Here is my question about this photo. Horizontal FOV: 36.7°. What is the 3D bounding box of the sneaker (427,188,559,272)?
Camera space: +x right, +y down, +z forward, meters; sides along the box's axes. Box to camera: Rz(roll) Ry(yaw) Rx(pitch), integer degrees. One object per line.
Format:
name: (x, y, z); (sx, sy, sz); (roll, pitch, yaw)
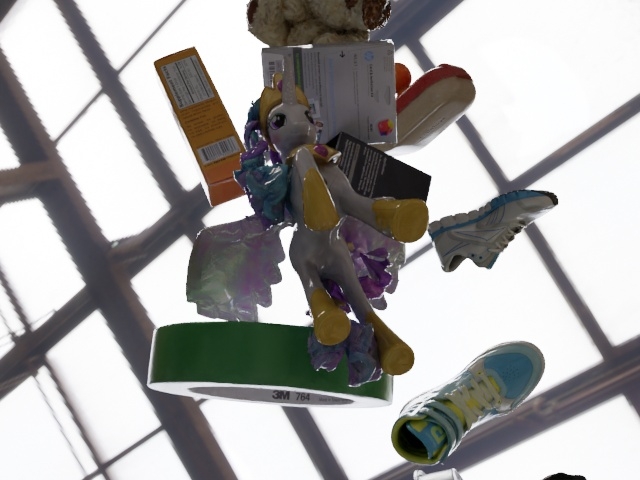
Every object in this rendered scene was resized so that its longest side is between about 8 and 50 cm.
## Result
sneaker: (0.228, -0.007, 1.249); (0.071, 0.190, 0.083); (12, -118, -45)

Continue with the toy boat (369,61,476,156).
toy boat: (0.158, -0.257, 1.753); (0.151, 0.231, 0.151); (-2, -122, -54)

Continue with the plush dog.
plush dog: (0.032, -0.367, 1.587); (0.210, 0.225, 0.262); (7, -138, -43)

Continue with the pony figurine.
pony figurine: (0.000, 0.000, 1.146); (0.302, 0.351, 0.363); (-10, -145, -16)

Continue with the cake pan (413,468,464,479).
cake pan: (0.224, 0.449, 1.364); (0.293, 0.054, 0.293); (60, -174, -11)

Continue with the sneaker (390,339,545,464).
sneaker: (0.264, 0.305, 1.745); (0.127, 0.319, 0.208); (53, -160, 4)

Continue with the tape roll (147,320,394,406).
tape roll: (-0.063, 0.169, 1.269); (0.321, 0.321, 0.077); (17, -109, -40)

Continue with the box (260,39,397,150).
box: (0.013, -0.206, 1.368); (0.038, 0.186, 0.145); (-91, -3, -67)

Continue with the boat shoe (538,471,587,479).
boat shoe: (0.333, 0.465, 1.179); (0.158, 0.127, 0.341); (-43, -74, -45)

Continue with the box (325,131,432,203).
box: (0.050, -0.063, 1.400); (0.158, 0.156, 0.093); (24, -116, -20)

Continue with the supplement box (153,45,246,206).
supplement box: (-0.174, -0.173, 1.445); (0.080, 0.078, 0.233); (-20, -111, -10)
